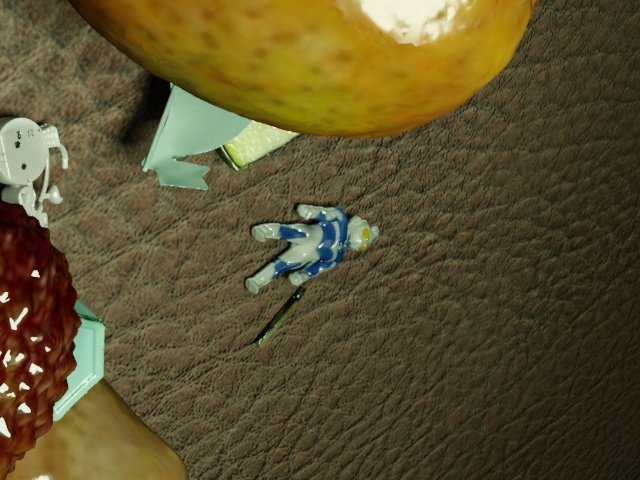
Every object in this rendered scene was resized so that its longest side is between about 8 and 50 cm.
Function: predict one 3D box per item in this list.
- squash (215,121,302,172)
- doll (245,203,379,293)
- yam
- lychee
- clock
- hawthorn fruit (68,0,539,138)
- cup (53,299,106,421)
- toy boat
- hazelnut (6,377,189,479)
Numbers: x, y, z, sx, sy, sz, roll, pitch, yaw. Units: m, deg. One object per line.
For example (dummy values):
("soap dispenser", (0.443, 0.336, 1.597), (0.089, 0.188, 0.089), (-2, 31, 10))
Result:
("squash", (-0.079, -0.193, 1.259), (0.192, 0.085, 0.184), (-32, 102, -27))
("doll", (0.000, 0.000, 1.481), (0.227, 0.057, 0.114), (-17, 121, -42))
("yam", (-0.055, 0.105, 1.515), (0.107, 0.014, 0.014), (-50, 142, -17))
("lychee", (-0.300, 0.057, 0.775), (0.264, 0.264, 0.300), (45, 37, -53))
("clock", (-0.289, -0.058, 1.086), (0.087, 0.041, 0.129), (-18, 108, -54))
("hawthorn fruit", (-0.003, -0.307, 0.941), (0.472, 0.472, 0.471), (-29, 133, -37))
("cup", (-0.300, 0.062, 1.006), (0.134, 0.236, 0.148), (17, 96, -55))
("toy boat", (-0.119, -0.209, 1.151), (0.210, 0.070, 0.291), (47, 71, -22))
("hazelnut", (-0.307, 0.285, 1.104), (0.372, 0.315, 0.372), (-6, 118, -12))
